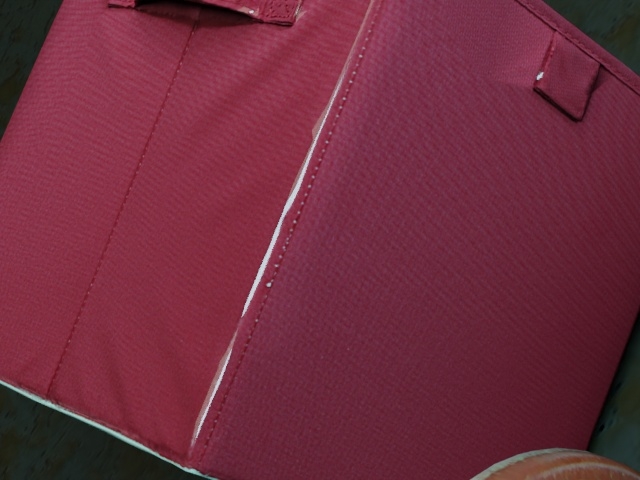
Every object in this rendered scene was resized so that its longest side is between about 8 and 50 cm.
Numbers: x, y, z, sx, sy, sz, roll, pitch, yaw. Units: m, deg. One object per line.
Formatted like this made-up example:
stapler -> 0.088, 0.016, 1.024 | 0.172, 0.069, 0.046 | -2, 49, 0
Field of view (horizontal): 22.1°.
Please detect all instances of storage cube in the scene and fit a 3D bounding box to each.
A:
storage cube -> 0.000, 0.000, 0.626 | 0.184, 0.215, 0.193 | 14, 79, 47

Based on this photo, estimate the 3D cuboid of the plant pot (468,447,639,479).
plant pot -> 0.153, 0.191, 0.316 | 0.265, 0.272, 0.272 | 3, 64, 35
